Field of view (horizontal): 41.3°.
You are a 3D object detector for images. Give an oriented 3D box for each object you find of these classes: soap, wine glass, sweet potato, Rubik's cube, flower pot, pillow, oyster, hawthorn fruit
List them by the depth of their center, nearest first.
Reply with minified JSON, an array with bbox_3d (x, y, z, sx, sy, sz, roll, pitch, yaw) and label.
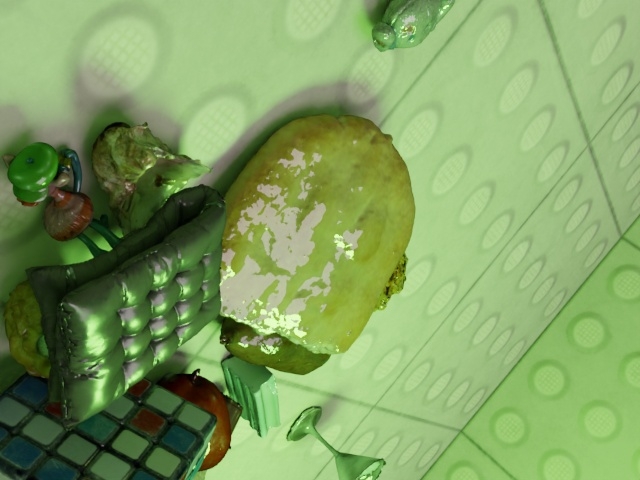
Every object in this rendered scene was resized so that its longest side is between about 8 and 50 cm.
[{"bbox_3d":[-0.245,0.078,1.163,0.326,0.101,0.228,-36,145,-44],"label":"pillow"},{"bbox_3d":[-0.250,-0.094,1.183,0.161,0.107,0.233,-51,170,-12],"label":"oyster"},{"bbox_3d":[-0.365,0.373,1.269,0.292,0.293,0.287,-68,173,29],"label":"Rubik's cube"},{"bbox_3d":[-0.252,0.329,1.588,0.185,0.185,0.202,-7,113,-51],"label":"hawthorn fruit"},{"bbox_3d":[-0.084,0.178,1.676,0.158,0.158,0.370,-55,143,9],"label":"sweet potato"},{"bbox_3d":[-0.211,0.365,1.764,0.089,0.111,0.111,-56,153,-15],"label":"flower pot"},{"bbox_3d":[-0.141,0.321,1.787,0.063,0.114,0.198,-36,150,-24],"label":"soap"},{"bbox_3d":[0.035,0.538,2.165,0.156,0.232,0.156,-36,149,-26],"label":"wine glass"}]

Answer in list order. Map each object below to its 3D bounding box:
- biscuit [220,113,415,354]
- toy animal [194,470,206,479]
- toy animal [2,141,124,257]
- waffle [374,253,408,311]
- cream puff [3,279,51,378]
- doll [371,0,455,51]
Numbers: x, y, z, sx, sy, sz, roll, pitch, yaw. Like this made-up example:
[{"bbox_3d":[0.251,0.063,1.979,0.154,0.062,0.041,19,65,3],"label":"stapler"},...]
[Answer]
[{"bbox_3d":[0.001,0.000,1.491,0.429,0.104,0.446,38,84,-40],"label":"biscuit"},{"bbox_3d":[-0.361,0.516,1.635,0.358,0.188,0.226,1,118,-54],"label":"toy animal"},{"bbox_3d":[-0.329,-0.057,1.114,0.103,0.100,0.208,-65,149,-23],"label":"toy animal"},{"bbox_3d":[0.115,0.021,1.741,0.245,0.052,0.254,-38,122,-52],"label":"waffle"},{"bbox_3d":[-0.384,0.114,1.208,0.156,0.121,0.156,7,82,-53],"label":"cream puff"},{"bbox_3d":[0.152,-0.372,1.421,0.214,0.071,0.103,-38,162,-37],"label":"doll"}]
